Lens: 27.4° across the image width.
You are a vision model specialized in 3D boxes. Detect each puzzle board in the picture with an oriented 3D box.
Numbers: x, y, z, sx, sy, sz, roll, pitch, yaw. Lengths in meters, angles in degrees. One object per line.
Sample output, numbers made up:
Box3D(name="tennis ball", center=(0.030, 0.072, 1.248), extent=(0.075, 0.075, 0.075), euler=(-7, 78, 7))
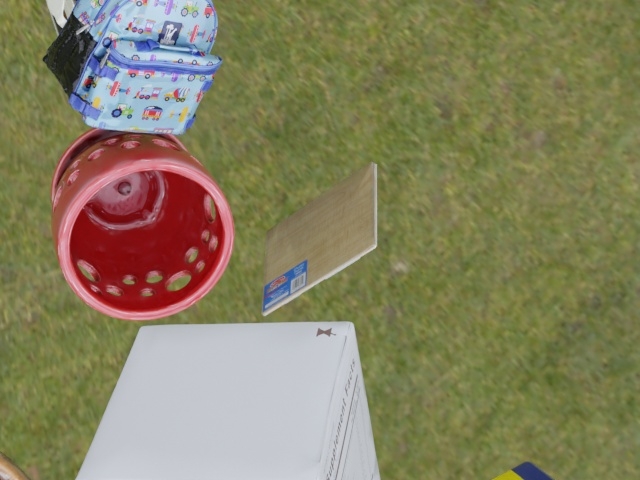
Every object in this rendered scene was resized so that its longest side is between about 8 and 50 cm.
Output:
Box3D(name="puzzle board", center=(0.000, 0.000, 1.096), extent=(0.128, 0.096, 0.011), euler=(-33, 127, 31))

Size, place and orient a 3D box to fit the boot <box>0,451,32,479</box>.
Box3D(name="boot", center=(-0.162, 0.092, 0.346), extent=(0.109, 0.220, 0.283), euler=(-31, 102, 3))

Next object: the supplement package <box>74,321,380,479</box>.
Box3D(name="supplement package", center=(-0.037, 0.183, 0.784), extent=(0.134, 0.139, 0.244), euler=(-2, 124, 12))

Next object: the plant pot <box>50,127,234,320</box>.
Box3D(name="plant pot", center=(-0.208, -0.031, 1.452), extent=(0.191, 0.174, 0.191), euler=(-9, 117, -18))

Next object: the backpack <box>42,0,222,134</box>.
Box3D(name="backpack", center=(-0.173, -0.207, 1.324), extent=(0.158, 0.117, 0.173), euler=(5, 129, -40))

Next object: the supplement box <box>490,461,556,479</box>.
Box3D(name="supplement box", center=(0.130, 0.409, 1.305), extent=(0.357, 0.195, 0.194), euler=(-25, 109, -13))

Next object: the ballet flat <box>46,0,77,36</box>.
Box3D(name="ballet flat", center=(-0.303, -0.250, 1.642), extent=(0.072, 0.068, 0.213), euler=(-22, 80, 20))
